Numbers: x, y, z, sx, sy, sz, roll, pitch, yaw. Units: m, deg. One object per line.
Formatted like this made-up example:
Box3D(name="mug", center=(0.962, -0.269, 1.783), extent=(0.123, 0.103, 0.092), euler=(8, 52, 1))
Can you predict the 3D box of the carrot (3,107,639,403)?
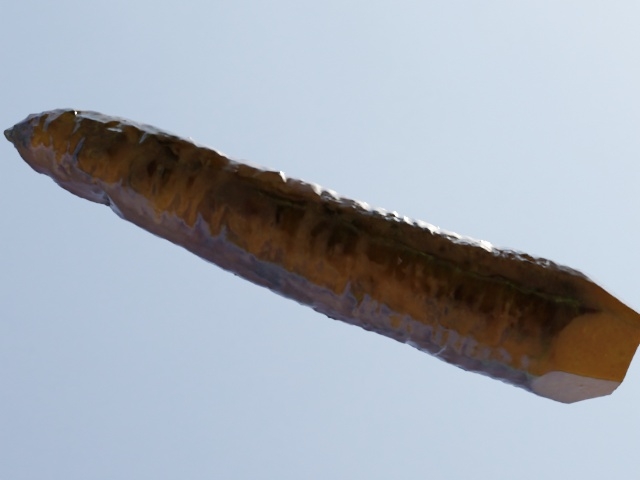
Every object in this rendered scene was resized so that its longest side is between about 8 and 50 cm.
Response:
Box3D(name="carrot", center=(0.000, 0.000, 0.799), extent=(0.314, 0.066, 0.066), euler=(21, -119, -4))
